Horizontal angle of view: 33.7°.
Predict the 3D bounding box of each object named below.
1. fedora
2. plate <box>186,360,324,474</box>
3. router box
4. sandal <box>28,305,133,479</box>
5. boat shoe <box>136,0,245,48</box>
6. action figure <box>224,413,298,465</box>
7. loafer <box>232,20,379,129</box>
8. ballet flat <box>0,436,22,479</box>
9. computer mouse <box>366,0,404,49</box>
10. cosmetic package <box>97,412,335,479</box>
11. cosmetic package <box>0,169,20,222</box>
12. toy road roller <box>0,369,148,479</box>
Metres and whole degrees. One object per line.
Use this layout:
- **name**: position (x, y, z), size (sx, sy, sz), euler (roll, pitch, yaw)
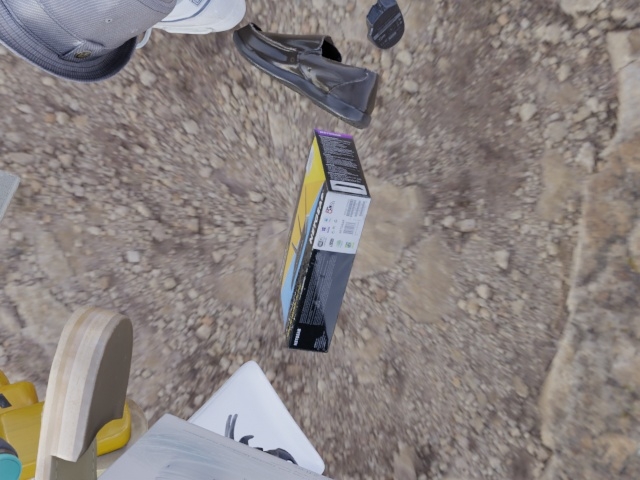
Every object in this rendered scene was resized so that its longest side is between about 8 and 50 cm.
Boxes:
- **fedora**: position (-0.243, -0.297, 1.109), size (0.124, 0.275, 0.244), euler (-12, 74, 26)
- **plate**: position (-0.151, 0.367, 1.675), size (0.277, 0.045, 0.278), euler (-44, 124, -21)
- **router box**: position (0.000, 0.000, 1.036), size (0.046, 0.133, 0.179), euler (8, 119, -11)
- **sandal**: position (-0.160, 0.144, 0.544), size (0.079, 0.088, 0.240), euler (14, 98, 7)
- **boat shoe**: position (-0.239, -0.339, 1.437), size (0.367, 0.156, 0.136), euler (14, 82, 38)
- **action figure**: position (-0.051, 0.344, 1.265), size (0.141, 0.164, 0.276), euler (-41, 90, -24)
- **loafer**: position (-0.011, -0.212, 1.265), size (0.220, 0.080, 0.078), euler (35, 97, 25)
- **ballet flat**: position (-0.281, 0.223, 0.728), size (0.074, 0.074, 0.203), euler (28, 76, -1)
- **computer mouse**: position (0.082, -0.381, 1.668), size (0.071, 0.242, 0.041), euler (-42, 62, -5)
- **cosmetic package**: position (-0.086, 0.277, 0.916), size (0.224, 0.224, 0.138), euler (20, 101, 6)
- **cosmetic package**: position (-0.465, -0.050, 1.471), size (0.060, 0.115, 0.041), euler (23, 127, -12)
- **toy road roller**: position (-0.399, 0.253, 1.360), size (0.329, 0.202, 0.241), euler (-13, 51, -18)
